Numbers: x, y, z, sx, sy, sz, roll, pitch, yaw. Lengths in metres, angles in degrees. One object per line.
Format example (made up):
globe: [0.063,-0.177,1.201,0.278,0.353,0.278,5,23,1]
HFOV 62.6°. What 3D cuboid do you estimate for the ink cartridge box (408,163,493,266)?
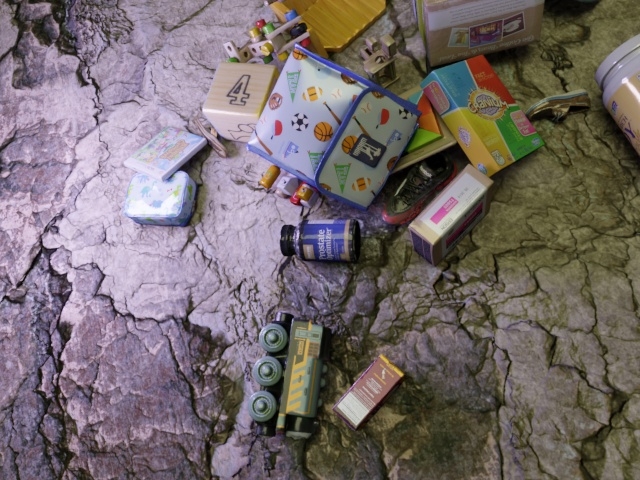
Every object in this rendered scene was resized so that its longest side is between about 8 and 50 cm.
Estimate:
ink cartridge box: [0.352,-0.061,1.414,0.234,0.193,0.088,-45,67,-4]

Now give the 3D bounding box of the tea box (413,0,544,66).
tea box: [0.456,-0.735,1.578,0.329,0.220,0.323,-11,55,8]

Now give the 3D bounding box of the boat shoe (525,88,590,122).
boat shoe: [0.687,-0.379,1.517,0.183,0.066,0.066,-19,69,6]

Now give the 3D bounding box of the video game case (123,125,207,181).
video game case: [-0.512,-0.291,1.739,0.193,0.023,0.212,22,57,30]

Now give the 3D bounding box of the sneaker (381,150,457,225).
sneaker: [0.276,-0.155,1.498,0.276,0.135,0.097,-43,69,-3]

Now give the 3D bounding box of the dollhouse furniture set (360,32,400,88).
dollhouse furniture set: [0.156,-0.585,1.653,0.101,0.182,0.161,-35,67,0]

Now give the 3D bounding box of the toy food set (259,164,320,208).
toy food set: [-0.071,-0.175,1.590,0.232,0.111,0.104,19,74,51]

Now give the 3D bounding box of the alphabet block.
alphabet block: [-0.230,-0.436,1.688,0.197,0.192,0.193,10,75,16]

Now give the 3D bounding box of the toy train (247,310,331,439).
toy train: [-0.078,0.358,1.403,0.190,0.142,0.333,6,72,5]

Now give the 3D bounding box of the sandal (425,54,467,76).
sandal: [0.384,-0.444,1.605,0.168,0.107,0.445,5,60,16]

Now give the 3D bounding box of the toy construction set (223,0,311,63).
toy construction set: [-0.191,-0.654,1.674,0.237,0.308,0.257,-39,56,-24]

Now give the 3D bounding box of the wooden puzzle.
wooden puzzle: [0.250,-0.326,1.493,0.221,0.044,0.238,-24,64,25]

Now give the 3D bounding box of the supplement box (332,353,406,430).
supplement box: [0.129,0.391,1.353,0.081,0.104,0.188,41,84,22]

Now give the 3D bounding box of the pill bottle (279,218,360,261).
pill bottle: [0.000,0.000,1.514,0.219,0.123,0.122,-1,71,13]

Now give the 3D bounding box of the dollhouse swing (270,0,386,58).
dollhouse swing: [0.015,-0.864,1.721,0.347,0.305,0.315,-42,67,-5]

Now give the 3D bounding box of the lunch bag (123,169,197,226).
lunch bag: [-0.514,-0.139,1.702,0.219,0.090,0.175,1,71,14]

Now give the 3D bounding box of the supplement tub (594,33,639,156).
supplement tub: [0.898,-0.356,1.364,0.241,0.241,0.331,-23,67,5]

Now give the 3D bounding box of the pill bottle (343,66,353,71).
pill bottle: [0.082,-0.427,1.647,0.121,0.121,0.216,-14,69,8]

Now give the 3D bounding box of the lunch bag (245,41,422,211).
lunch bag: [0.041,-0.304,1.456,0.386,0.239,0.327,31,105,6]

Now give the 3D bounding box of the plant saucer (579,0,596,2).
plant saucer: [0.754,-0.861,1.597,0.318,0.043,0.317,9,65,-19]

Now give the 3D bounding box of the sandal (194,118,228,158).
sandal: [-0.355,-0.343,1.753,0.049,0.072,0.180,-38,67,-19]

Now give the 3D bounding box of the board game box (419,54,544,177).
board game box: [0.448,-0.345,1.450,0.242,0.064,0.316,-28,83,-35]
